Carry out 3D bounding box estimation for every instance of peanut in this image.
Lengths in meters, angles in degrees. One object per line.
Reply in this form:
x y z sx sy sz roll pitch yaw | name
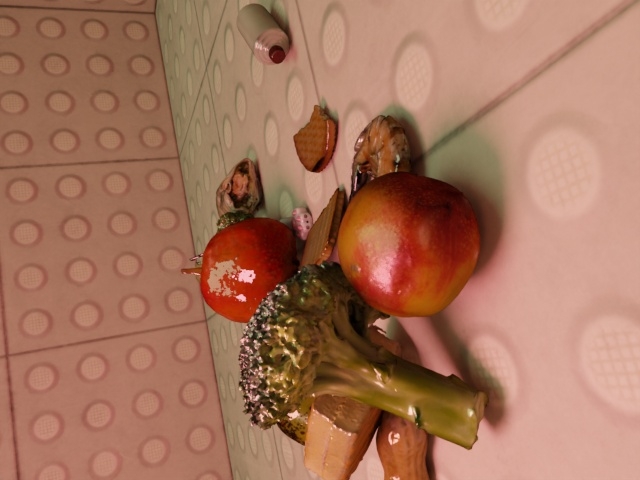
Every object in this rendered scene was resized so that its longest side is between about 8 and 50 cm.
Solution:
0.164 0.443 1.055 0.117 0.101 0.263 -77 -19 -82 | peanut

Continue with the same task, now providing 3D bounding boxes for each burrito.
-0.309 -0.150 1.938 0.332 0.135 0.191 145 108 -68 | burrito

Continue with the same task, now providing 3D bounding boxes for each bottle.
-0.152 -0.559 1.479 0.245 0.104 0.104 -120 32 -41 | bottle

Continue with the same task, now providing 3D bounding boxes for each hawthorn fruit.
-0.218 0.081 1.463 0.287 0.330 0.287 -2 -90 -86 | hawthorn fruit

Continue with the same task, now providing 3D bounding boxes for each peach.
0.135 0.006 0.841 0.231 0.230 0.231 173 90 -67 | peach

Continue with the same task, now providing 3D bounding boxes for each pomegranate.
0.007 0.367 1.327 0.222 0.276 0.204 43 178 29 | pomegranate

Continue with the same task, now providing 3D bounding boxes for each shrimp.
0.106 -0.073 1.079 0.233 0.071 0.365 -118 29 -50 | shrimp

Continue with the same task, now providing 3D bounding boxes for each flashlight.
-0.078 -0.043 1.532 0.200 0.047 0.093 171 89 -66 | flashlight

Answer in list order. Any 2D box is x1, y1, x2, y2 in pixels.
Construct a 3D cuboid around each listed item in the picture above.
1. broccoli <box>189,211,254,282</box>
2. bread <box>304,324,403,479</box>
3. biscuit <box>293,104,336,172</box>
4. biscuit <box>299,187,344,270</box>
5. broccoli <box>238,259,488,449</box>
-0.265 0.059 1.702 0.303 0.283 0.322 14 116 39 | broccoli
0.068 0.328 1.066 0.111 0.246 0.239 25 135 19 | bread
-0.016 -0.257 1.346 0.228 0.031 0.176 -133 42 -56 | biscuit
0.000 0.000 1.311 0.254 0.029 0.172 126 160 -59 | biscuit
0.042 0.209 0.874 0.397 0.353 0.275 52 156 32 | broccoli
